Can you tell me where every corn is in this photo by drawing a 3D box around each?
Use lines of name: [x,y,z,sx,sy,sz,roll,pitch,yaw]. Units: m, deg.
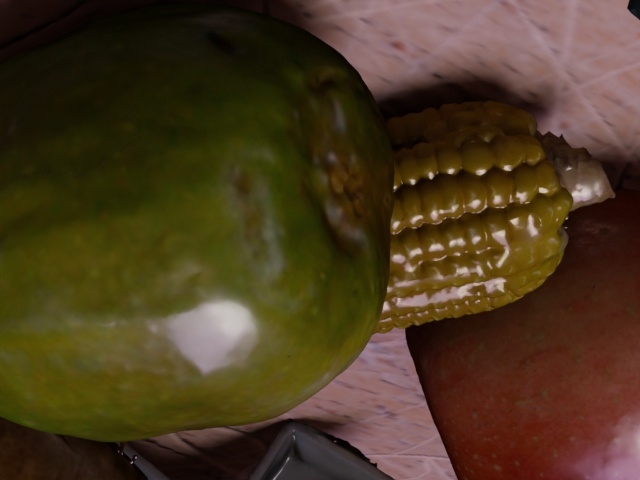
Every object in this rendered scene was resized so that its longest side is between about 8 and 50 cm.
corn: [0.000,0.000,0.795,0.261,0.097,0.097,-13,151,5]

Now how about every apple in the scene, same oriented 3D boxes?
apple: [0.137,0.066,0.870,0.168,0.181,0.181,-20,150,3]

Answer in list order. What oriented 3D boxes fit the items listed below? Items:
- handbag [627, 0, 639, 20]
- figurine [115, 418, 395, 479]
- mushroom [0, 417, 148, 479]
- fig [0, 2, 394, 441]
handbag: [0.269,-0.141,0.564,0.268,0.100,0.274,9,122,-33]
figurine: [-0.090,0.244,1.112,0.342,0.167,0.285,13,138,-4]
mushroom: [-0.161,0.134,0.835,0.278,0.163,0.297,30,161,16]
fig: [-0.085,-0.008,0.679,0.233,0.167,0.167,-2,150,-6]
